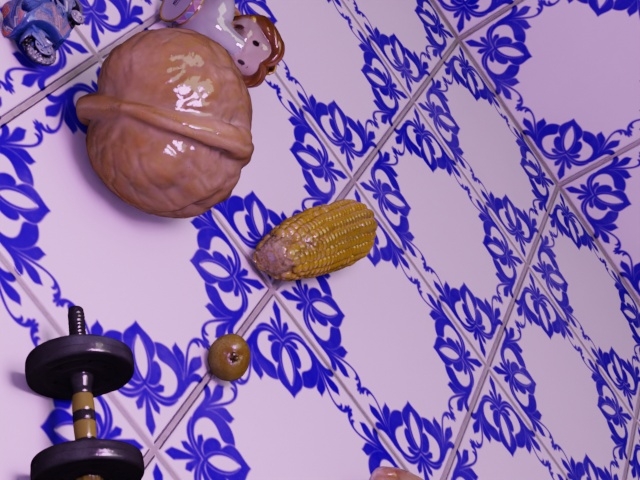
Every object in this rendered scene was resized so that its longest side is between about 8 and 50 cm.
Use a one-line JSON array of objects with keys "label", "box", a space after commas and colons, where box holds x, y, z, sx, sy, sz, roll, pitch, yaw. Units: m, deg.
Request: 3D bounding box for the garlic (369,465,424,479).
[{"label": "garlic", "box": [0.153, 0.506, 2.181, 0.228, 0.110, 0.217, 28, 53, -28]}]

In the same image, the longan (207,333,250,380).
[{"label": "longan", "box": [-0.140, 0.182, 2.039, 0.075, 0.083, 0.075, 4, 80, -19]}]

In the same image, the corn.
[{"label": "corn", "box": [0.000, 0.000, 2.370, 0.347, 0.130, 0.130, -20, 81, -60]}]

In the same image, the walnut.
[{"label": "walnut", "box": [-0.239, -0.186, 2.039, 0.285, 0.285, 0.296, 13, 91, -53]}]

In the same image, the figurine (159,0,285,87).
[{"label": "figurine", "box": [-0.173, -0.386, 2.441, 0.263, 0.142, 0.189, 32, 16, -40]}]

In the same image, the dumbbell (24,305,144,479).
[{"label": "dumbbell", "box": [-0.304, 0.228, 1.680, 0.143, 0.143, 0.325, 26, 44, -45]}]

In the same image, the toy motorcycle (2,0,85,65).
[{"label": "toy motorcycle", "box": [-0.444, -0.354, 2.067, 0.114, 0.076, 0.205, 39, 34, -20]}]
